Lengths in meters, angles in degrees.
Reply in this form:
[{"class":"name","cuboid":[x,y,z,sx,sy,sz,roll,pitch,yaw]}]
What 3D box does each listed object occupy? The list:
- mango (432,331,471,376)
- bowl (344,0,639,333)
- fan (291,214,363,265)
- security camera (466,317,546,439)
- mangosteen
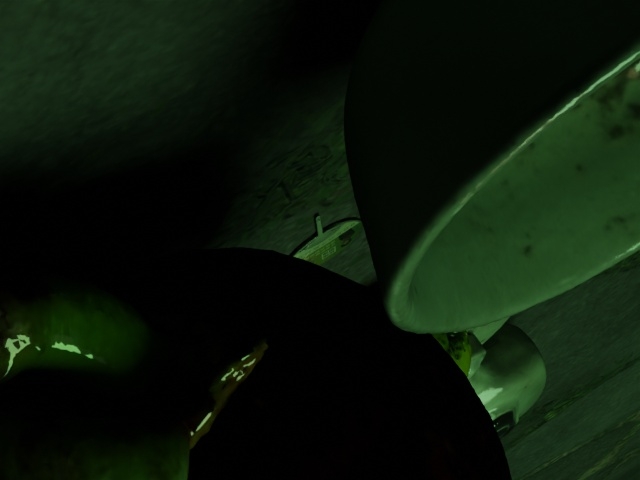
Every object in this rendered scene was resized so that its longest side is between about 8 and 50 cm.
[{"class":"mango","cuboid":[0.027,0.108,1.243,0.178,0.100,0.119,-31,167,13]},{"class":"bowl","cuboid":[0.117,-0.098,0.785,0.289,0.146,0.289,-30,163,-10]},{"class":"fan","cuboid":[0.006,-0.001,1.071,0.060,0.003,0.080,-23,159,-36]},{"class":"security camera","cuboid":[0.118,0.114,1.474,0.157,0.080,0.301,-33,160,-3]},{"class":"mangosteen","cuboid":[-0.064,0.118,0.822,0.306,0.306,0.359,-28,124,-23]}]
